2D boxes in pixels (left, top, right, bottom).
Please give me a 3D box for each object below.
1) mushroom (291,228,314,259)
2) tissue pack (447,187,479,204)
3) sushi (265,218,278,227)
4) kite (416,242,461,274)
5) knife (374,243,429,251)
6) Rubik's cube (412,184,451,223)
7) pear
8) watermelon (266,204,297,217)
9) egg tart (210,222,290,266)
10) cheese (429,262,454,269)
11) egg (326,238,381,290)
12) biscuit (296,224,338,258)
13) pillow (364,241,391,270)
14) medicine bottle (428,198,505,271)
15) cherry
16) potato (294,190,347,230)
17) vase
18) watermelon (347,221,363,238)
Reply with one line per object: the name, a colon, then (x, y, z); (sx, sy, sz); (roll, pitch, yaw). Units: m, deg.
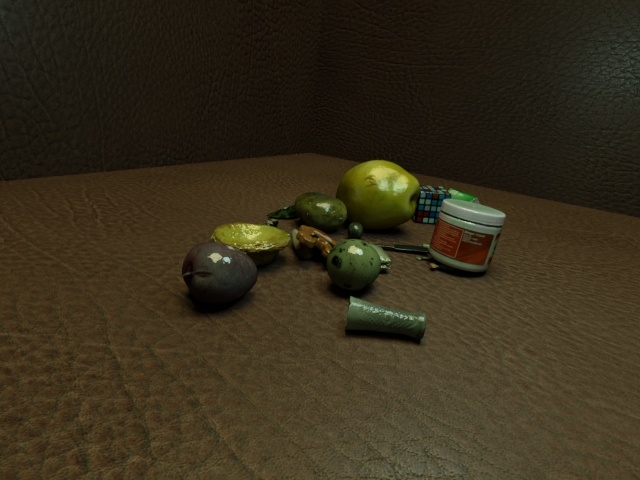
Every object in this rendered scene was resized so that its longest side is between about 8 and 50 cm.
mushroom: (-0.086, 0.010, 1.689); (0.084, 0.071, 0.209); (33, 8, -26)
tissue pack: (0.813, -0.186, 2.396); (0.148, 0.156, 0.209); (-38, 33, -8)
sushi: (-0.230, -0.086, 1.963); (0.045, 0.044, 0.083); (9, 22, 14)
kite: (0.542, 0.077, 1.764); (0.267, 0.013, 0.323); (1, 22, -15)
knife: (0.358, 0.031, 1.821); (0.245, 0.019, 0.072); (5, 18, 6)
Rubik's cube: (0.616, -0.204, 2.307); (0.186, 0.182, 0.184); (4, 21, -3)
pear: (0.281, -0.224, 2.044); (0.417, 0.363, 0.362); (12, 21, 28)
watermelon: (-0.170, -0.155, 2.163); (0.119, 0.063, 0.245); (-2, 16, 41)
egg tart: (-0.267, 0.017, 1.565); (0.314, 0.120, 0.315); (6, 18, -2)
cheese: (0.497, 0.104, 1.646); (0.111, 0.017, 0.047); (3, 20, -8)
egg: (0.121, 0.084, 1.404); (0.177, 0.177, 0.228); (21, 8, 36)
biscuit: (0.000, 0.000, 1.660); (0.201, 0.047, 0.334); (31, 9, -3)
pillow: (0.200, 0.064, 1.616); (0.134, 0.078, 0.181); (3, 21, -8)
medicine bottle: (0.593, -0.024, 1.665); (0.252, 0.241, 0.252); (10, 18, -3)
cherry: (-0.315, 0.098, 1.241); (0.265, 0.184, 0.213); (10, 22, -38)
potato: (-0.013, -0.144, 1.993); (0.210, 0.173, 0.307); (-18, 27, -33)
vase: (0.184, 0.225, 1.156); (0.219, 0.096, 0.096); (10, 20, 4)
watermelon: (0.164, -0.048, 1.911); (0.078, 0.078, 0.111); (7, 14, 5)
